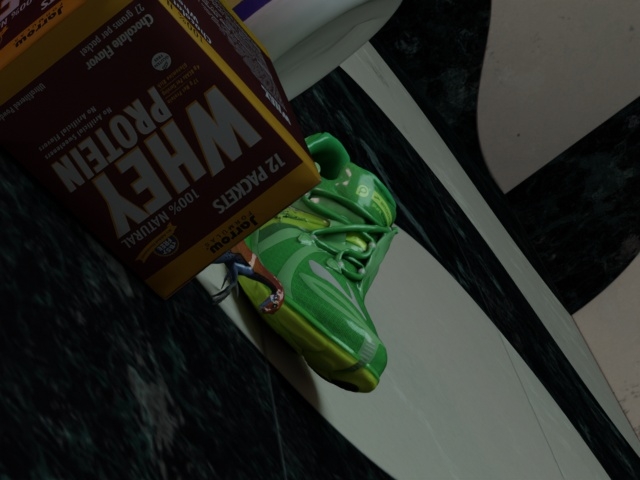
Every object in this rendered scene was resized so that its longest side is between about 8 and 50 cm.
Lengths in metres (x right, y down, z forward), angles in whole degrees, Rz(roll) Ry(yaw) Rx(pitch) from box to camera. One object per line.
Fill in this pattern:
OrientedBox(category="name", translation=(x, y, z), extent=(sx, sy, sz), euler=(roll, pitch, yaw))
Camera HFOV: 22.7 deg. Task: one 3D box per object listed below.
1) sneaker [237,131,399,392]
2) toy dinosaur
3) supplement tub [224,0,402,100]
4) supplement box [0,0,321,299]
OrientedBox(category="sneaker", translation=(0.000, 0.000, 1.226), extent=(0.109, 0.123, 0.295), euler=(47, 13, -34))
OrientedBox(category="toy dinosaur", translation=(-0.057, 0.015, 1.096), extent=(0.082, 0.090, 0.047), euler=(19, 36, -10))
OrientedBox(category="supplement tub", translation=(-0.106, -0.282, 1.363), extent=(0.331, 0.241, 0.241), euler=(54, 10, 6))
OrientedBox(category="supplement box", translation=(-0.121, -0.106, 1.018), extent=(0.191, 0.129, 0.194), euler=(47, 12, -33))
